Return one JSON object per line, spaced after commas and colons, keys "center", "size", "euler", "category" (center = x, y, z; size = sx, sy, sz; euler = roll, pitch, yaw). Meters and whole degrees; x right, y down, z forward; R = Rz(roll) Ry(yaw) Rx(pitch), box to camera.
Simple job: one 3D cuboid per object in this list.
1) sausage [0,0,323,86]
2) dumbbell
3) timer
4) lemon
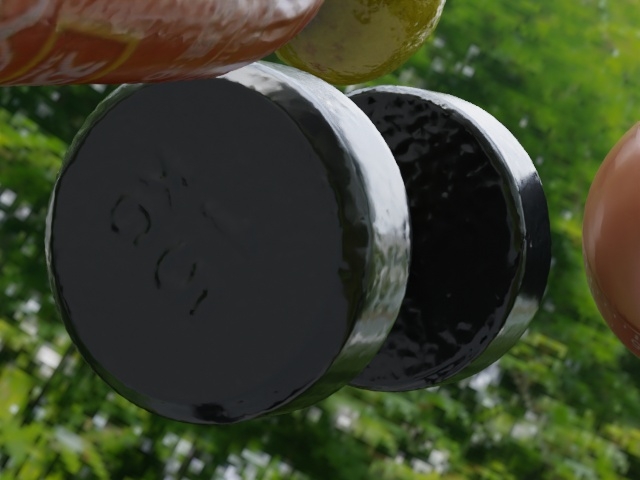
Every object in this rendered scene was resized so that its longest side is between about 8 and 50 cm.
{"center": [-0.069, -0.069, 0.383], "size": [0.074, 0.074, 0.274], "euler": [15, 12, 25], "category": "sausage"}
{"center": [0.000, 0.000, 1.052], "size": [0.203, 0.204, 0.322], "euler": [15, 7, 25], "category": "dumbbell"}
{"center": [0.319, 0.000, 1.342], "size": [0.229, 0.230, 0.215], "euler": [19, -21, 18], "category": "timer"}
{"center": [0.036, -0.248, 1.766], "size": [0.170, 0.170, 0.207], "euler": [35, -50, -12], "category": "lemon"}
